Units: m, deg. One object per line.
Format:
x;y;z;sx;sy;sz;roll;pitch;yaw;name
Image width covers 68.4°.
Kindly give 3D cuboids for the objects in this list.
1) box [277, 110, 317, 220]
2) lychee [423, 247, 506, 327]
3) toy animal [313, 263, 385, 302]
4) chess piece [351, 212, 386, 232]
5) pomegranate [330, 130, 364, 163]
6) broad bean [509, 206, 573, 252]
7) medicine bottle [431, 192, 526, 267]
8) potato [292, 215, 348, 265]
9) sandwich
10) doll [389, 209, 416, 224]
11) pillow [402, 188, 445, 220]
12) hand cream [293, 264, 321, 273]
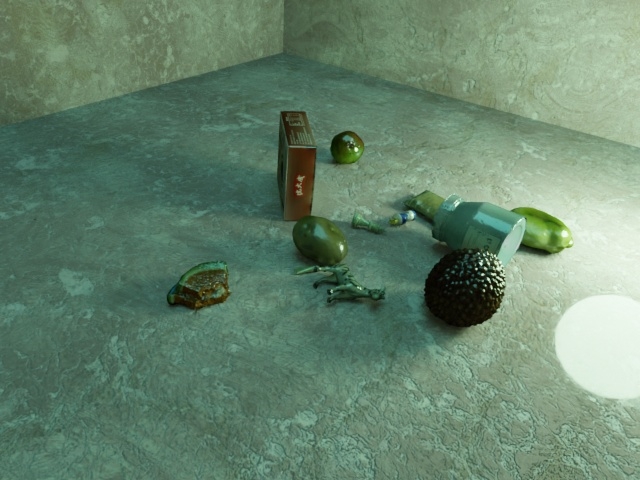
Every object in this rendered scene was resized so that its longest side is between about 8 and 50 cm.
-0.112;-0.333;2.061;0.122;0.345;0.385;-1;36;-10;box
0.477;0.144;1.545;0.267;0.268;0.268;3;35;-2;lychee
0.083;0.163;1.621;0.169;0.090;0.255;-23;46;-40;toy animal
0.206;-0.063;1.978;0.149;0.059;0.059;24;39;14;chess piece
0.131;-0.480;2.473;0.179;0.180;0.209;-7;1;-16;pomegranate
0.910;-0.049;1.975;0.237;0.119;0.291;-17;40;-27;broad bean
0.600;-0.038;1.817;0.289;0.245;0.245;32;44;32;medicine bottle
0.000;0.000;1.780;0.177;0.160;0.235;-37;60;-17;potato
-0.402;0.148;1.582;0.234;0.079;0.159;-15;40;-26;sandwich
0.362;-0.100;2.040;0.142;0.058;0.098;-19;21;-32;doll
0.535;-0.134;2.090;0.184;0.075;0.302;-27;45;-33;pillow
-0.047;0.107;1.735;0.102;0.022;0.035;-9;37;-9;hand cream
